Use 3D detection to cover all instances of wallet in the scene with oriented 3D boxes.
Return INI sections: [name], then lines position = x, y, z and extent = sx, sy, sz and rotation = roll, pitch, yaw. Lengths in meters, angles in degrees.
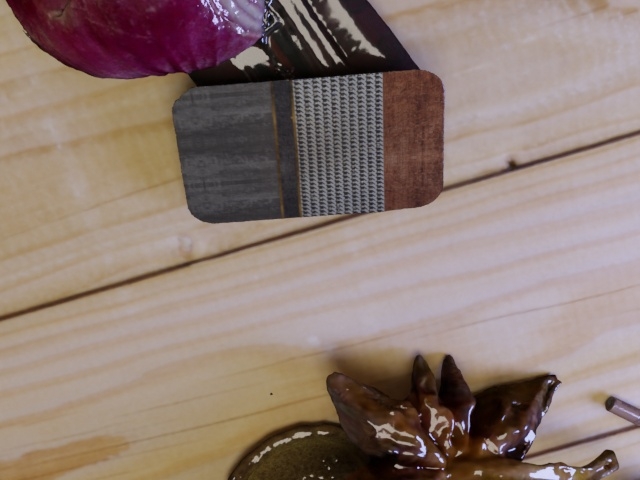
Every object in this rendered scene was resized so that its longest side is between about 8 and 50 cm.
[wallet]
position = -0.039, -0.184, 1.154
extent = 0.182, 0.049, 0.229
rotation = -32, 115, 14

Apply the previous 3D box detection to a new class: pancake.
[pancake]
position = -0.015, 0.289, 1.422
extent = 0.199, 0.021, 0.199
rotation = -3, 119, -6

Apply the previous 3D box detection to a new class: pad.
[pad]
position = -0.002, -0.009, 1.215
extent = 0.250, 0.055, 0.323
rotation = -5, 114, -2

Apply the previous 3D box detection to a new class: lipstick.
[lipstick]
position = 0.362, 0.201, 1.418
extent = 0.094, 0.019, 0.019
rotation = 26, 112, -18

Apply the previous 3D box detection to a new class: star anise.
[star anise]
position = 0.143, 0.246, 1.339
extent = 0.350, 0.109, 0.292
rotation = 33, 88, -18

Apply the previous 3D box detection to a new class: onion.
[onion]
position = -0.170, -0.247, 1.047
extent = 0.248, 0.111, 0.250
rotation = -6, 112, 6
